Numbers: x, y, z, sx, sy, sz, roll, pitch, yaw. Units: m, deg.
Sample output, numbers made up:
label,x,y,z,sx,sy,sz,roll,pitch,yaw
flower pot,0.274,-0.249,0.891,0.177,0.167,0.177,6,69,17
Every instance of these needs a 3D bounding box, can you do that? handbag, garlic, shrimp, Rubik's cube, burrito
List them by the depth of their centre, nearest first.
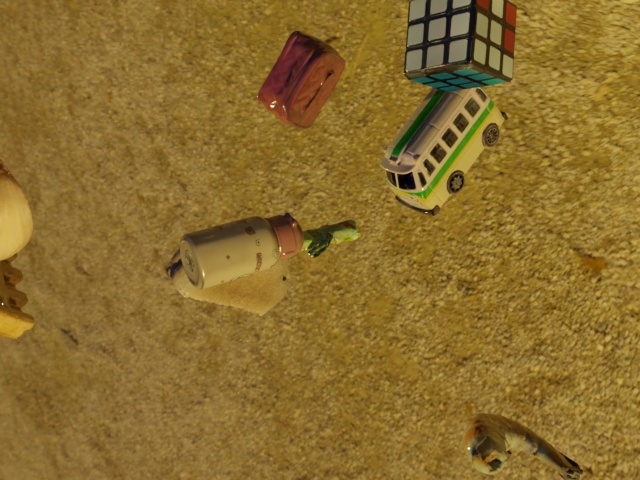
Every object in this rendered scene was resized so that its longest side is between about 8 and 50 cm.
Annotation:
label,x,y,z,sx,sy,sz,roll,pitch,yaw
shrimp,0.274,0.296,0.812,0.166,0.161,0.049,28,104,15
garlic,-0.557,-0.034,1.033,0.115,0.128,0.206,24,122,-15
Rubik's cube,0.279,-0.395,1.194,0.160,0.162,0.163,4,90,45
handbag,-0.045,-0.403,1.526,0.135,0.146,0.225,38,102,23
burrito,0.000,0.000,1.609,0.104,0.288,0.054,35,129,49

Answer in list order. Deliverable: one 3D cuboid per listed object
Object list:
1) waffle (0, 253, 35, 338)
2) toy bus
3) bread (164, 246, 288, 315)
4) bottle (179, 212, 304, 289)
label,x,y,z,sx,sy,sz,roll,pitch,yaw
waffle,-0.809,0.047,1.362,0.077,0.304,0.348,-31,61,5
toy bus,0.277,-0.228,1.409,0.305,0.179,0.143,-53,40,-5
bread,-0.173,0.063,1.322,0.183,0.337,0.102,-44,57,14
bottle,-0.142,0.012,1.149,0.110,0.233,0.110,35,133,48
